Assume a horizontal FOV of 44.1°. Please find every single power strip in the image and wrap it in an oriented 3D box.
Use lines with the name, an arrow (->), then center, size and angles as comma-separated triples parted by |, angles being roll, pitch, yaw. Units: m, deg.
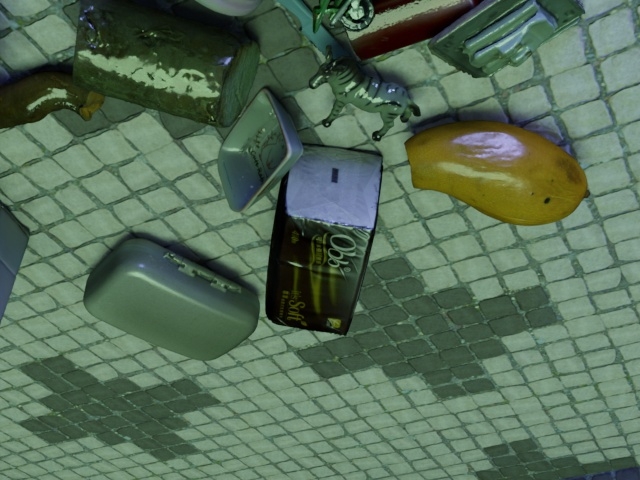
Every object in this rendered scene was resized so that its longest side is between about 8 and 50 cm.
power strip -> 0.296, -0.313, 1.228 | 0.213, 0.065, 0.198 | -32, 157, 33

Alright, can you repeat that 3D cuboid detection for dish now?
dish -> -0.112, -0.151, 1.458 | 0.064, 0.154, 0.234 | 0, 148, -39

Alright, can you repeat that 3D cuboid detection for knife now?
knife -> -0.014, -0.349, 1.297 | 0.044, 0.019, 0.313 | -20, 136, 35

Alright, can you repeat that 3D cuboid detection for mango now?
mango -> 0.324, -0.127, 1.448 | 0.359, 0.144, 0.187 | 18, 135, -13

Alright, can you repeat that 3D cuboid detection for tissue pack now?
tissue pack -> 0.000, 0.000, 1.574 | 0.198, 0.210, 0.370 | 12, 141, 1

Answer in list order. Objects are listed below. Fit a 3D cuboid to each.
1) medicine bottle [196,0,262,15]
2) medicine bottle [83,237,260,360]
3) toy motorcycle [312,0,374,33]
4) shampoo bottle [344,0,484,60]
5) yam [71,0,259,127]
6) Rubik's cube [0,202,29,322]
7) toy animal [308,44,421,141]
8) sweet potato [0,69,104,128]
medicine bottle -> -0.065, -0.464, 1.016 | 0.202, 0.202, 0.315 | 31, 133, -30
medicine bottle -> -0.340, 0.147, 1.824 | 0.375, 0.123, 0.282 | 28, 135, -29
toy motorcycle -> 0.029, -0.403, 1.167 | 0.106, 0.074, 0.190 | -3, 117, -1
shampoo bottle -> 0.169, -0.363, 1.233 | 0.260, 0.064, 0.102 | -14, 139, 18
yam -> -0.252, -0.288, 1.274 | 0.304, 0.168, 0.168 | 15, 139, -12
Rubik's cube -> -0.845, 0.043, 1.554 | 0.344, 0.347, 0.347 | -10, 138, 13
toy animal -> 0.078, -0.249, 1.345 | 0.216, 0.074, 0.176 | 11, 157, -12
sweet potato -> -0.517, -0.236, 1.404 | 0.285, 0.085, 0.112 | -14, 142, 20
